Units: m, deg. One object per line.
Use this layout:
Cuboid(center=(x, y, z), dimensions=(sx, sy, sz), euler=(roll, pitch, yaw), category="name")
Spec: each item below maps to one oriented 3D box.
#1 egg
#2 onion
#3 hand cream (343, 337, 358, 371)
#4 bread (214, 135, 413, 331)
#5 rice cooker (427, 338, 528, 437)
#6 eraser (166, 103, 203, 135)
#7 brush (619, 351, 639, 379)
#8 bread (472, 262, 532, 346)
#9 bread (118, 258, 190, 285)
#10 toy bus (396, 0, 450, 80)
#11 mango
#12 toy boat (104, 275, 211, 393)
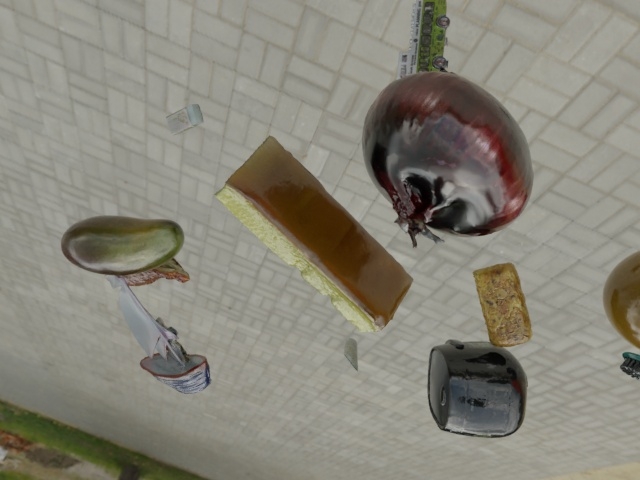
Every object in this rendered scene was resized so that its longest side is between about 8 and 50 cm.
Cuboid(center=(0.774, 0.132, 1.022), dimensions=(0.322, 0.250, 0.250), euler=(6, 144, 42), category="egg")
Cuboid(center=(0.165, -0.096, 0.719), dimensions=(0.273, 0.285, 0.273), euler=(31, 161, 12), category="onion")
Cuboid(center=(0.094, 0.340, 1.493), dimensions=(0.042, 0.194, 0.067), euler=(-33, 94, 5), category="hand cream")
Cuboid(center=(0.000, 0.000, 0.824), dimensions=(0.361, 0.138, 0.077), euler=(44, 140, -14), category="bread")
Cuboid(center=(0.417, 0.394, 1.319), dimensions=(0.225, 0.267, 0.267), euler=(0, 142, -3), category="rice cooker")
Cuboid(center=(-0.255, -0.226, 0.917), dimensions=(0.083, 0.019, 0.038), euler=(-10, 98, 40), category="eraser")
Cuboid(center=(0.503, 0.202, 0.660), dimensions=(0.043, 0.032, 0.193), euler=(50, 165, -32), category="brush")
Cuboid(center=(0.461, 0.162, 1.240), dimensions=(0.114, 0.083, 0.211), euler=(-16, 90, 19), category="bread")
Cuboid(center=(-0.411, 0.047, 1.107), dimensions=(0.269, 0.095, 0.139), euler=(-2, 125, 45), category="bread")
Cuboid(center=(0.304, -0.561, 1.437), dimensions=(0.139, 0.301, 0.113), euler=(6, 165, 9), category="toy bus")
Cuboid(center=(-0.377, 0.008, 0.911), dimensions=(0.268, 0.111, 0.133), euler=(-5, 146, 19), category="mango")
Cuboid(center=(-0.368, 0.214, 1.054), dimensions=(0.318, 0.072, 0.219), euler=(44, 136, -5), category="toy boat")
